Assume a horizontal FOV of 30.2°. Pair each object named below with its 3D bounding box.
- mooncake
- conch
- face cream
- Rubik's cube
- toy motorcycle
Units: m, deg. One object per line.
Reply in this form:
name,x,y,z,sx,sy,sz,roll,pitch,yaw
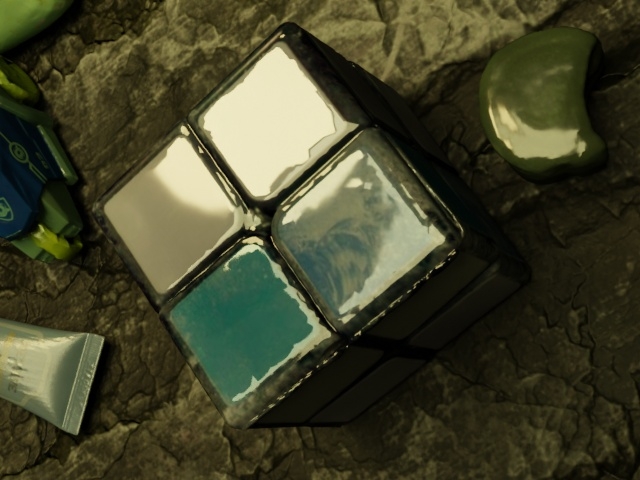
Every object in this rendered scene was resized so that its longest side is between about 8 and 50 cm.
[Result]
mooncake,0.265,-0.150,1.334,0.168,0.104,0.175,30,92,29
conch,-0.461,-0.348,1.709,0.250,0.137,0.143,-21,100,40
face cream,-0.476,0.149,1.642,0.385,0.086,0.136,14,88,21
Rubik's cube,0.000,0.000,1.316,0.316,0.313,0.318,-40,69,14
toy motorcycle,-0.454,-0.106,1.609,0.191,0.200,0.326,-45,65,11
